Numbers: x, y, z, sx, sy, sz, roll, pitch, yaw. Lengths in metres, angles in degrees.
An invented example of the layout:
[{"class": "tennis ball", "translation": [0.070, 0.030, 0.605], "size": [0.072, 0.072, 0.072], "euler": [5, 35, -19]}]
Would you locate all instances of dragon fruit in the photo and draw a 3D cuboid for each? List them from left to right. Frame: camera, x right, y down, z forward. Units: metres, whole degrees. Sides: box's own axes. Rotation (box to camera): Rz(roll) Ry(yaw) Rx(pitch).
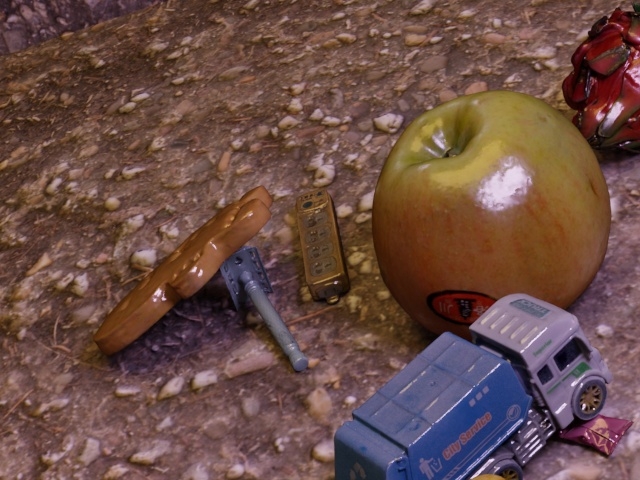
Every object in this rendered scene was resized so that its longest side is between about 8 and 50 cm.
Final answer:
[{"class": "dragon fruit", "translation": [0.470, -0.232, 2.268], "size": [0.293, 0.234, 0.234], "euler": [-47, 38, -13]}]

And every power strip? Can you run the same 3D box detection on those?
[{"class": "power strip", "translation": [0.000, 0.000, 2.330], "size": [0.064, 0.044, 0.305], "euler": [-19, 32, 6]}]

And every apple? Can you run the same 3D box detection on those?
[{"class": "apple", "translation": [0.229, -0.037, 2.011], "size": [0.338, 0.305, 0.338], "euler": [-14, 35, 10]}]

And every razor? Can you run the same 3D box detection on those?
[{"class": "razor", "translation": [-0.077, 0.115, 2.179], "size": [0.068, 0.106, 0.232], "euler": [-26, 42, -8]}]

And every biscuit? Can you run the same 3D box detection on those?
[{"class": "biscuit", "translation": [-0.217, 0.044, 2.253], "size": [0.355, 0.052, 0.275], "euler": [-39, 10, 12]}]

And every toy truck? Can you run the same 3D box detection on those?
[{"class": "toy truck", "translation": [0.181, 0.221, 1.767], "size": [0.367, 0.175, 0.146], "euler": [-40, 34, -19]}]

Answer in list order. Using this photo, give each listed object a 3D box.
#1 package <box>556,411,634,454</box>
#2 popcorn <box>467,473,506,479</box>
[{"class": "package", "translation": [0.342, 0.234, 1.802], "size": [0.083, 0.029, 0.059], "euler": [17, 54, 44]}, {"class": "popcorn", "translation": [0.203, 0.392, 1.474], "size": [0.315, 0.281, 0.297], "euler": [5, 72, -8]}]
